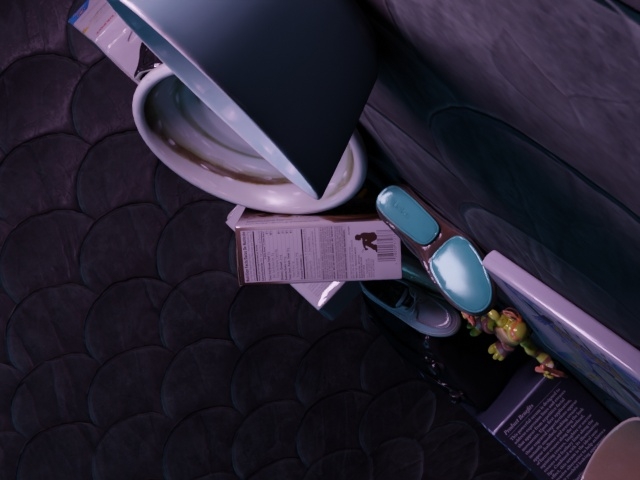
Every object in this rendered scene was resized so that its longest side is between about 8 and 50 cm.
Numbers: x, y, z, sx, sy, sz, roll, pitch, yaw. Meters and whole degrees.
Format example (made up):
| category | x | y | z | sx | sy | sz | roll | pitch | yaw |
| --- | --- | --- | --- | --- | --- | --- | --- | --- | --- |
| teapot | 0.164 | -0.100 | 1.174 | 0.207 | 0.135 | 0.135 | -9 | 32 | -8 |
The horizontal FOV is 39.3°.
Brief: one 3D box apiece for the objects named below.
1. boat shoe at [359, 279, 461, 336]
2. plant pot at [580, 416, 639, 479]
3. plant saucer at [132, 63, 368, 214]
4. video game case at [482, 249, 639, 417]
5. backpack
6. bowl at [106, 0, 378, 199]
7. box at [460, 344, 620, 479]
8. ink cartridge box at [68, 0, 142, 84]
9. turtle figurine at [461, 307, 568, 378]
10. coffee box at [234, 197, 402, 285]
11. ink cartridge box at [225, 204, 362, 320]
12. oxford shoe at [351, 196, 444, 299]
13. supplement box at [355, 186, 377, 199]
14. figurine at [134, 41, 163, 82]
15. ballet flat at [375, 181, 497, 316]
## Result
| category | x | y | z | sx | sy | sz | roll | pitch | yaw |
| --- | --- | --- | --- | --- | --- | --- | --- | --- | --- |
| boat shoe | 0.173 | 0.125 | 1.802 | 0.227 | 0.079 | 0.081 | 27 | 177 | 25 |
| plant pot | 0.602 | 0.468 | 1.489 | 0.274 | 0.256 | 0.256 | 26 | 179 | -2 |
| plant saucer | -0.107 | -0.192 | 1.491 | 0.400 | 0.100 | 0.400 | 13 | 152 | 7 |
| video game case | 0.415 | 0.173 | 1.361 | 0.329 | 0.036 | 0.300 | 40 | 177 | 45 |
| backpack | 0.249 | 0.183 | 2.053 | 0.355 | 0.273 | 0.290 | 15 | 152 | 53 |
| bowl | -0.060 | -0.205 | 0.924 | 0.311 | 0.163 | 0.311 | 42 | 177 | 2 |
| box | 0.551 | 0.452 | 2.042 | 0.395 | 0.212 | 0.293 | 44 | 178 | -7 |
| ink cartridge box | -0.487 | -0.530 | 2.248 | 0.168 | 0.171 | 0.232 | 44 | 178 | -40 |
| turtle figurine | 0.350 | 0.168 | 1.726 | 0.269 | 0.087 | 0.217 | 34 | 171 | -1 |
| coffee box | 0.000 | 0.000 | 1.666 | 0.168 | 0.297 | 0.119 | -77 | -16 | -73 |
| ink cartridge box | -0.023 | -0.017 | 2.453 | 0.384 | 0.279 | 0.160 | 43 | 179 | 22 |
| oxford shoe | 0.157 | 0.007 | 1.838 | 0.449 | 0.130 | 0.169 | 28 | 169 | 11 |
| supplement box | 0.083 | -0.037 | 2.062 | 0.191 | 0.129 | 0.194 | 44 | 178 | -31 |
| figurine | -0.304 | -0.393 | 1.908 | 0.215 | 0.092 | 0.209 | 47 | -142 | -58 |
| ballet flat | 0.203 | 0.011 | 1.494 | 0.280 | 0.095 | 0.096 | 53 | -168 | 21 |
